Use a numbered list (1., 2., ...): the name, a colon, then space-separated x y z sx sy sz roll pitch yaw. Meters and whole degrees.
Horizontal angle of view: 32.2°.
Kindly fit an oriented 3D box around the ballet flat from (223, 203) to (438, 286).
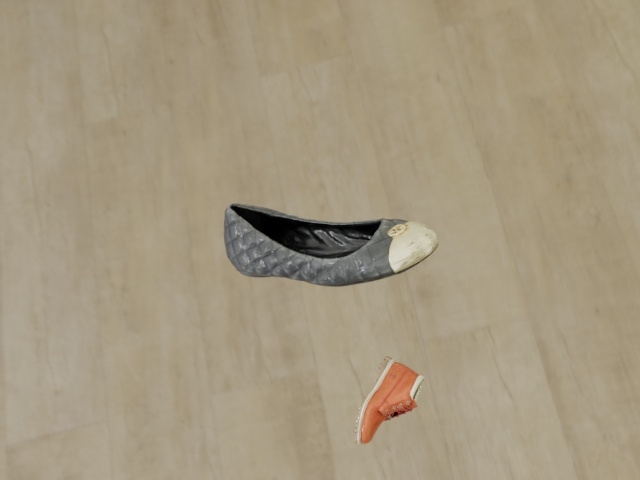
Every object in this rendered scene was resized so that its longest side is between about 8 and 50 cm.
1. ballet flat: 0.000 0.000 0.759 0.173 0.049 0.057 0 29 34

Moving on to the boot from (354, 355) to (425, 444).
1. boot: 0.114 0.278 1.848 0.084 0.059 0.158 23 72 17
